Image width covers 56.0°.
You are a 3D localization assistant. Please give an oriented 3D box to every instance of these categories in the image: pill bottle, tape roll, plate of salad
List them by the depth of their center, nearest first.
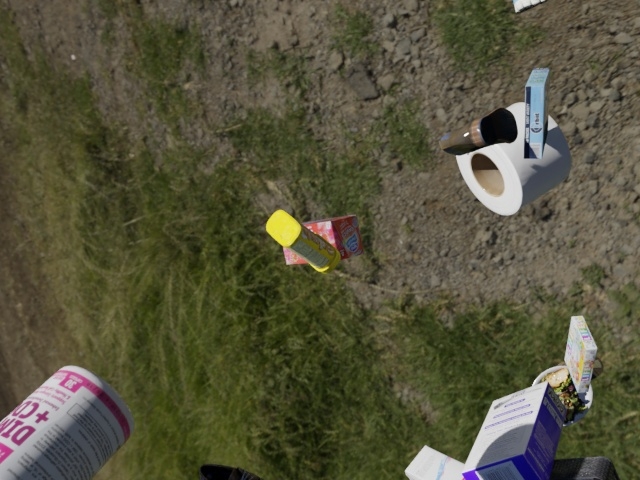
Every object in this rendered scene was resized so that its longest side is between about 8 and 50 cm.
[{"bbox_3d":[-0.428,0.335,0.888,0.160,0.283,0.160,17,130,21],"label":"pill bottle"},{"bbox_3d":[0.494,-0.209,1.556,0.246,0.169,0.246,53,165,20],"label":"tape roll"},{"bbox_3d":[0.760,0.493,1.889,0.048,0.199,0.200,-94,-21,-83],"label":"plate of salad"}]

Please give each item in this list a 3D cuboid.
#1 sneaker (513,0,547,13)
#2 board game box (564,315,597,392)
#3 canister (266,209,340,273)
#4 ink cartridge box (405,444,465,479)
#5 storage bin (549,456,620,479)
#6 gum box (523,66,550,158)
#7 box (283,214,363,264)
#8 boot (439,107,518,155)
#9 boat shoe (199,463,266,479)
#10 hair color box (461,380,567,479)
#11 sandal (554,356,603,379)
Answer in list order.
[{"bbox_3d":[0.299,-0.360,0.774,0.063,0.162,0.073,-4,122,59],"label":"sneaker"},{"bbox_3d":[0.611,0.269,1.418,0.026,0.103,0.154,-6,127,6],"label":"board game box"},{"bbox_3d":[-0.043,0.003,1.482,0.073,0.170,0.126,-52,46,2],"label":"canister"},{"bbox_3d":[0.463,0.846,2.014,0.226,0.131,0.306,55,158,-20],"label":"ink cartridge box"},{"bbox_3d":[0.621,0.601,1.446,0.180,0.084,0.122,-22,95,40],"label":"storage bin"},{"bbox_3d":[0.477,-0.283,1.323,0.041,0.184,0.157,3,117,23],"label":"gum box"},{"bbox_3d":[0.000,0.000,1.921,0.256,0.122,0.128,-6,98,48],"label":"box"},{"bbox_3d":[0.348,-0.235,1.311,0.106,0.219,0.082,-11,94,41],"label":"boot"},{"bbox_3d":[-0.141,0.434,1.048,0.183,0.066,0.066,0,129,28],"label":"boat shoe"},{"bbox_3d":[0.511,0.519,1.565,0.185,0.339,0.110,-35,91,35],"label":"hair color box"},{"bbox_3d":[0.802,0.432,1.952,0.219,0.060,0.090,-32,92,11],"label":"sandal"}]
